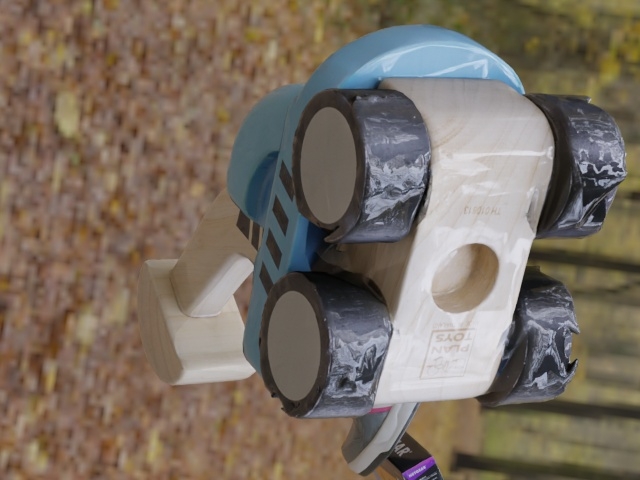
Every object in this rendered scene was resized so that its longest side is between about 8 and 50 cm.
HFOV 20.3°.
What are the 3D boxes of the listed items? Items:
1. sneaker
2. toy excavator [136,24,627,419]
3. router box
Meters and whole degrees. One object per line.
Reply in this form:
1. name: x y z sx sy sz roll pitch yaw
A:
1. sneaker: 0.037 0.118 1.920 0.295 0.178 0.124 -64 177 37
2. toy excavator: 0.000 0.000 1.443 0.445 0.222 0.433 47 -48 51
3. router box: 0.106 0.285 2.067 0.133 0.046 0.179 66 -11 -18
